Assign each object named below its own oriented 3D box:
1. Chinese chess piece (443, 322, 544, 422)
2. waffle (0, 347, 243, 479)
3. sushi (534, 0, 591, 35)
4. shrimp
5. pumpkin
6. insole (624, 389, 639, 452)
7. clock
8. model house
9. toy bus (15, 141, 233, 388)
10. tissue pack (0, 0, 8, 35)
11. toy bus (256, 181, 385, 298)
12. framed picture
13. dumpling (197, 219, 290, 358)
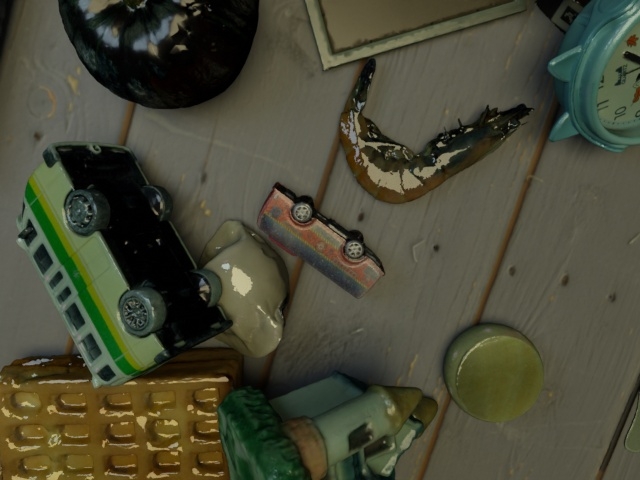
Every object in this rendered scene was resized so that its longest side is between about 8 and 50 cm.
[{"bbox_3d":[0.254,0.194,0.738,0.144,0.058,0.144,-1,97,-5],"label":"Chinese chess piece"},{"bbox_3d":[-0.270,0.266,0.698,0.327,0.098,0.224,-1,97,-2],"label":"waffle"},{"bbox_3d":[0.429,-0.347,0.675,0.192,0.040,0.210,41,94,-8],"label":"sushi"},{"bbox_3d":[0.148,-0.176,0.679,0.262,0.051,0.198,-27,99,4],"label":"shrimp"},{"bbox_3d":[-0.184,-0.274,0.585,0.233,0.163,0.233,1,98,5],"label":"pumpkin"},{"bbox_3d":[0.521,0.268,0.793,0.053,0.002,0.153,17,97,-6],"label":"insole"},{"bbox_3d":[0.406,-0.231,0.629,0.274,0.094,0.224,-21,129,1],"label":"clock"},{"bbox_3d":[0.060,0.293,0.654,0.325,0.194,0.267,-16,107,-28],"label":"model house"},{"bbox_3d":[-0.252,0.032,0.612,0.164,0.133,0.276,-35,82,24],"label":"toy bus"},{"bbox_3d":[-0.535,-0.302,0.579,0.288,0.124,0.394,17,97,-6],"label":"tissue pack"},{"bbox_3d":[0.000,0.000,0.690,0.192,0.065,0.077,36,102,-8],"label":"toy bus"},{"bbox_3d":[0.111,-0.379,0.662,0.293,0.018,0.231,-16,100,-1],"label":"framed picture"},{"bbox_3d":[-0.117,0.072,0.684,0.150,0.092,0.176,-27,104,15],"label":"dumpling"}]
